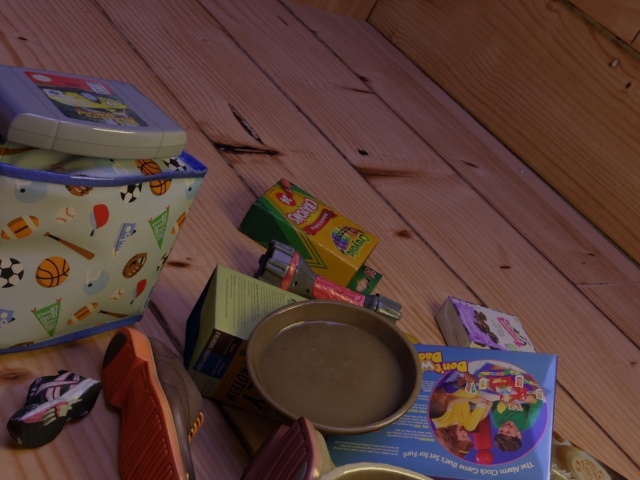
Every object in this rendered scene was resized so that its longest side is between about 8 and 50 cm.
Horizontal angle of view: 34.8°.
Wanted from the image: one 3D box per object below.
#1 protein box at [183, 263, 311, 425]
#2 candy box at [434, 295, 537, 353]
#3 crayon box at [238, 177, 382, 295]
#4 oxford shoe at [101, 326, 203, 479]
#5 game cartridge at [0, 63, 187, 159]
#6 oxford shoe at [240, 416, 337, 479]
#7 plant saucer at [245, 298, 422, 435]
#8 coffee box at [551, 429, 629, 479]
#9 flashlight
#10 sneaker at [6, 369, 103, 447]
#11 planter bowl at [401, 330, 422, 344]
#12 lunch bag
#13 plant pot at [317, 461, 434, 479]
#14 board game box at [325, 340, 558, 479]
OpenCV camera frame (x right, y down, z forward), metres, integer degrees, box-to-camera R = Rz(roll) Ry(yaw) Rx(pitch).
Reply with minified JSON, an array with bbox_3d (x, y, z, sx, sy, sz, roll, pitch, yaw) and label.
[{"bbox_3d":[-0.115,0.177,1.744,0.201,0.136,0.199,22,26,-16],"label":"protein box"},{"bbox_3d":[0.371,0.219,2.264,0.196,0.070,0.165,18,28,-25],"label":"candy box"},{"bbox_3d":[0.000,0.000,2.251,0.319,0.081,0.202,33,25,3],"label":"crayon box"},{"bbox_3d":[-0.219,0.265,1.493,0.133,0.130,0.363,21,27,-33],"label":"oxford shoe"},{"bbox_3d":[-0.350,-0.186,1.503,0.294,0.060,0.196,0,35,-44],"label":"game cartridge"},{"bbox_3d":[-0.013,0.335,1.401,0.146,0.140,0.397,36,-7,-2],"label":"oxford shoe"},{"bbox_3d":[0.020,0.199,1.589,0.278,0.041,0.277,6,40,-5],"label":"plant saucer"},{"bbox_3d":[0.477,0.466,1.901,0.247,0.098,0.141,33,26,5],"label":"coffee box"},{"bbox_3d":[0.019,0.101,2.063,0.304,0.103,0.103,25,25,-11],"label":"flashlight"},{"bbox_3d":[-0.391,0.233,1.446,0.077,0.072,0.178,25,15,15],"label":"sneaker"},{"bbox_3d":[0.148,0.237,1.971,0.217,0.090,0.217,24,27,-13],"label":"planter bowl"},{"bbox_3d":[-0.413,-0.018,1.553,0.239,0.327,0.385,34,26,21],"label":"lunch bag"},{"bbox_3d":[0.054,0.484,1.176,0.334,0.305,0.334,25,26,-13],"label":"plant pot"},{"bbox_3d":[0.192,0.284,1.615,0.347,0.078,0.233,3,53,14],"label":"board game box"}]
